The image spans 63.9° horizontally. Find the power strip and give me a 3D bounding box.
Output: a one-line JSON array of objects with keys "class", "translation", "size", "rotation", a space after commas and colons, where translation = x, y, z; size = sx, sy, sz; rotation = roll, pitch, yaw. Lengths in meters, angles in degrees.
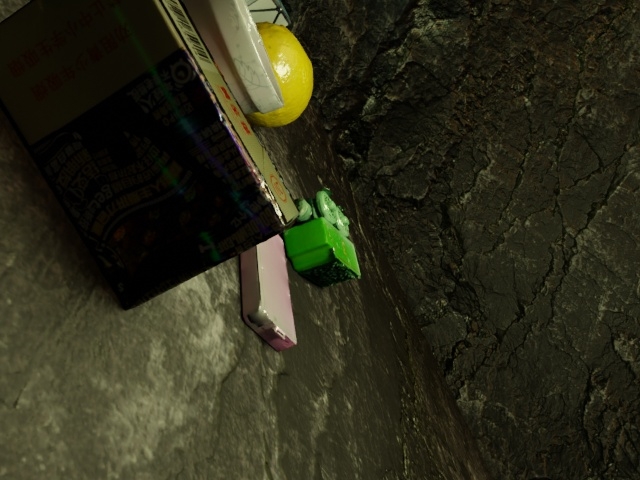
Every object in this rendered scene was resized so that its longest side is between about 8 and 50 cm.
[{"class": "power strip", "translation": [-0.094, 0.061, 0.887], "size": [0.109, 0.038, 0.278], "rotation": [51, 17, -39]}]

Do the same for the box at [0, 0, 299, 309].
[{"class": "box", "translation": [-0.183, -0.109, 0.531], "size": [0.310, 0.198, 0.084], "rotation": [61, 12, -6]}]

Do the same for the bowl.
[{"class": "bowl", "translation": [-0.185, -0.360, 0.960], "size": [0.287, 0.144, 0.286], "rotation": [-21, 90, -84]}]

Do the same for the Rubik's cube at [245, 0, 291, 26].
[{"class": "Rubik's cube", "translation": [-0.240, -0.701, 1.487], "size": [0.205, 0.207, 0.205], "rotation": [66, 14, 8]}]

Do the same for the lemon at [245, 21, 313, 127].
[{"class": "lemon", "translation": [-0.132, -0.390, 1.232], "size": [0.288, 0.234, 0.233], "rotation": [56, 10, -74]}]

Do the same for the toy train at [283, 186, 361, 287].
[{"class": "toy train", "translation": [0.000, 0.000, 1.191], "size": [0.243, 0.133, 0.188], "rotation": [40, 34, -60]}]
